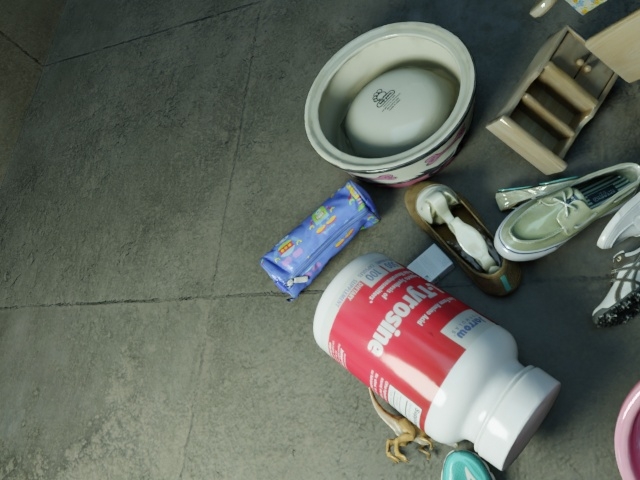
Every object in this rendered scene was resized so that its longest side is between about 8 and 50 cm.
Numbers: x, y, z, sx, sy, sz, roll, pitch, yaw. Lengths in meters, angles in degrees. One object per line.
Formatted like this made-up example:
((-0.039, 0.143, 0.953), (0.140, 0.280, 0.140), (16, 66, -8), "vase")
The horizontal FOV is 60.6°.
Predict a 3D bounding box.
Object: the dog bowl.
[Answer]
((0.174, -0.306, 1.294), (0.407, 0.150, 0.409), (-11, 63, 22), "dog bowl")

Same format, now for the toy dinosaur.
((0.159, 0.363, 1.054), (0.211, 0.064, 0.112), (21, 59, 23), "toy dinosaur")

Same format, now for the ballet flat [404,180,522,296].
((0.278, -0.029, 1.130), (0.116, 0.124, 0.343), (-37, 56, 8), "ballet flat")

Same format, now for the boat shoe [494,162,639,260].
((0.462, -0.064, 1.027), (0.302, 0.094, 0.109), (-28, 63, -8), "boat shoe")

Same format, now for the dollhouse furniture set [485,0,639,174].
((0.512, -0.297, 0.972), (0.362, 0.394, 0.257), (35, 83, -8), "dollhouse furniture set")

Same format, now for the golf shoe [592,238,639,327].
((0.552, 0.075, 0.988), (0.198, 0.077, 0.094), (-39, 45, -3), "golf shoe")

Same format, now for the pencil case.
((0.000, 0.000, 1.251), (0.306, 0.119, 0.133), (-42, 27, 3), "pencil case")

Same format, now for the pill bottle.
((0.200, 0.209, 0.995), (0.407, 0.229, 0.229), (33, 84, 33), "pill bottle")

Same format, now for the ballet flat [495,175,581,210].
((0.450, -0.093, 1.129), (0.168, 0.057, 0.053), (-9, 91, 26), "ballet flat")

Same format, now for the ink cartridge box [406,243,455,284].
((0.222, 0.068, 1.169), (0.115, 0.029, 0.063), (-41, 57, 5), "ink cartridge box")

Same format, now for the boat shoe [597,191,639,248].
((0.601, -0.042, 1.022), (0.184, 0.066, 0.063), (-39, 55, -7), "boat shoe")

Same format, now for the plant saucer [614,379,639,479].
((0.603, 0.299, 0.771), (0.331, 0.084, 0.333), (8, 106, 28), "plant saucer")

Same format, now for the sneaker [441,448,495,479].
((0.247, 0.493, 0.911), (0.106, 0.110, 0.276), (-7, 64, 23), "sneaker")
